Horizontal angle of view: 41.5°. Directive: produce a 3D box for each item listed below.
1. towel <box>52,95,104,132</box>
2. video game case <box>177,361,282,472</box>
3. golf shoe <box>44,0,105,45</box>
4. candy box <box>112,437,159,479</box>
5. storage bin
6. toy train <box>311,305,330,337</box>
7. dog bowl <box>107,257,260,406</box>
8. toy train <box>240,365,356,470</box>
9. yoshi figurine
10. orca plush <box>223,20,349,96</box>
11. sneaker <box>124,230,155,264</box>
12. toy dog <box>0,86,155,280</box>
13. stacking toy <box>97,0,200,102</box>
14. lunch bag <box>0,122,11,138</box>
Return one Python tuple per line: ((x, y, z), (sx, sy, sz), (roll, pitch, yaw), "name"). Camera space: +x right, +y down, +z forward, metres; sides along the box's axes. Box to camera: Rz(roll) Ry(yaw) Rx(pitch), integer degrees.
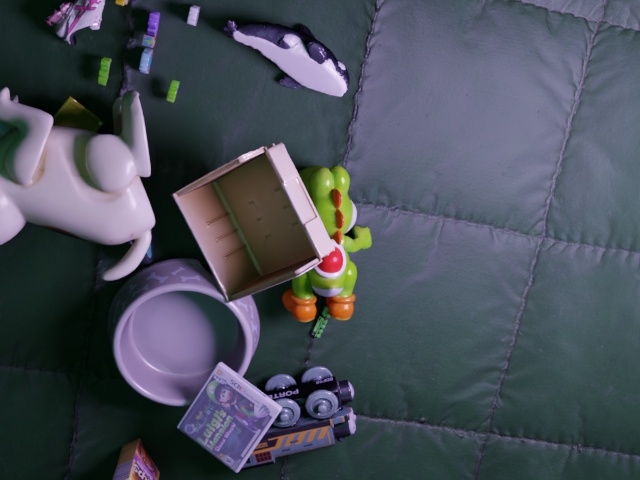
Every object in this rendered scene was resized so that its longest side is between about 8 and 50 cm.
((-0.564, -0.183, 1.778), (0.237, 0.021, 0.102), (-52, 137, -2), "towel")
((-0.204, 0.393, 1.872), (0.173, 0.022, 0.190), (35, 106, 7), "video game case")
((-0.471, -0.480, 1.730), (0.186, 0.067, 0.086), (-35, 114, 15), "golf shoe")
((-0.425, 0.552, 1.950), (0.053, 0.186, 0.109), (-24, 106, 3), "candy box")
((-0.137, -0.037, 1.754), (0.260, 0.123, 0.262), (-22, 96, 45), "storage bin")
((0.003, 0.190, 1.972), (0.024, 0.017, 0.083), (26, 102, -1), "toy train")
((-0.307, 0.218, 1.894), (0.349, 0.102, 0.348), (-2, 112, -5), "dog bowl")
((-0.078, 0.419, 1.975), (0.334, 0.142, 0.190), (-13, 118, -2), "toy train")
((0.003, -0.013, 1.864), (0.203, 0.203, 0.362), (20, 122, 27), "yoshi figurine")
((-0.062, -0.409, 1.786), (0.287, 0.102, 0.151), (18, 148, 1), "orca plush")
((-0.442, -0.043, 1.851), (0.098, 0.083, 0.223), (-21, 95, 12), "sneaker")
((-0.548, -0.107, 1.648), (0.408, 0.284, 0.395), (-10, 107, -17), "toy dog")
((-0.358, -0.412, 1.765), (0.167, 0.052, 0.221), (16, 105, -7), "stacking toy")
((-0.687, -0.201, 1.772), (0.129, 0.096, 0.151), (34, 111, -12), "lunch bag")
